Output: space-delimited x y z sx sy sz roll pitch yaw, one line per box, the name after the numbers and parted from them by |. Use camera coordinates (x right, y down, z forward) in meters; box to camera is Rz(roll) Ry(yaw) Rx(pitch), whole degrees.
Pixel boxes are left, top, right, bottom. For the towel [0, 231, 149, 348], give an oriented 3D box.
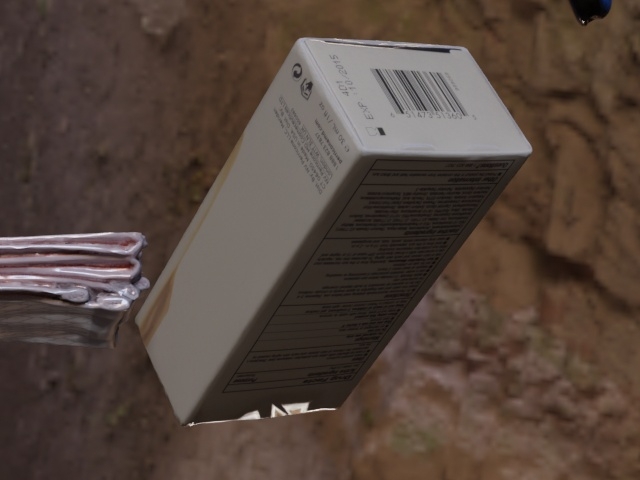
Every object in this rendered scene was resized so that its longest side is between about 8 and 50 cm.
-0.272 0.043 0.987 0.332 0.317 0.053 142 -55 -78 | towel

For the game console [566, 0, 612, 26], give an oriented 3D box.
0.011 -0.254 0.876 0.293 0.173 0.250 56 14 -41 | game console

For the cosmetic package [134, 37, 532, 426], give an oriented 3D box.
0.000 0.000 0.439 0.115 0.060 0.041 -55 -130 37 | cosmetic package
